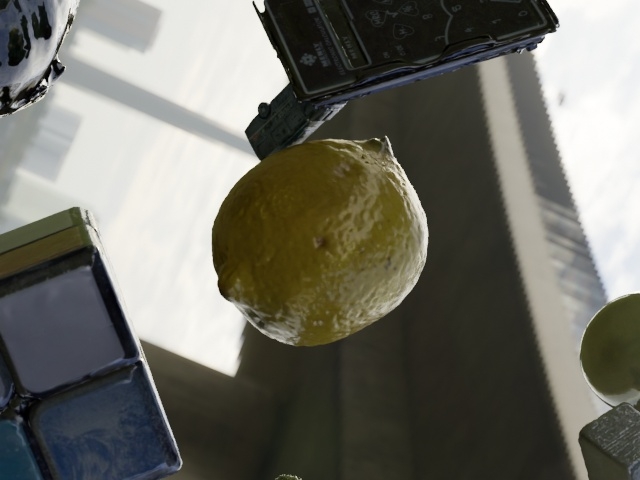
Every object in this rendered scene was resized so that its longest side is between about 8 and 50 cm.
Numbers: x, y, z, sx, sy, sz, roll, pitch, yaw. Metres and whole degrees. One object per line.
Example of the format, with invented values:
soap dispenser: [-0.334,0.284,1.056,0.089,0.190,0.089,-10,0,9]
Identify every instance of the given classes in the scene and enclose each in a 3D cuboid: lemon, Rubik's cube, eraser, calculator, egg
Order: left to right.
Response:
Rubik's cube: [-0.378,0.170,2.007,0.316,0.313,0.318,-136,-155,-75]
lemon: [-0.008,0.003,1.803,0.253,0.228,0.228,-26,-175,-13]
calculator: [0.084,-0.222,1.566,0.028,0.274,0.165,87,-17,-55]
eraser: [0.444,0.394,2.107,0.111,0.352,0.077,-24,-169,-36]
egg: [0.499,0.165,2.328,0.188,0.254,0.188,3,-87,64]

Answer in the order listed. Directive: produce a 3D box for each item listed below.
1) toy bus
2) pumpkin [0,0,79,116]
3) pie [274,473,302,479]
toy bus: [-0.023,-0.157,1.878,0.166,0.047,0.065,-41,-113,39]
pumpkin: [-0.490,-0.303,1.837,0.454,0.454,0.344,-92,-178,-64]
pie: [-0.031,0.330,1.984,0.020,0.084,0.084,-23,151,-51]
